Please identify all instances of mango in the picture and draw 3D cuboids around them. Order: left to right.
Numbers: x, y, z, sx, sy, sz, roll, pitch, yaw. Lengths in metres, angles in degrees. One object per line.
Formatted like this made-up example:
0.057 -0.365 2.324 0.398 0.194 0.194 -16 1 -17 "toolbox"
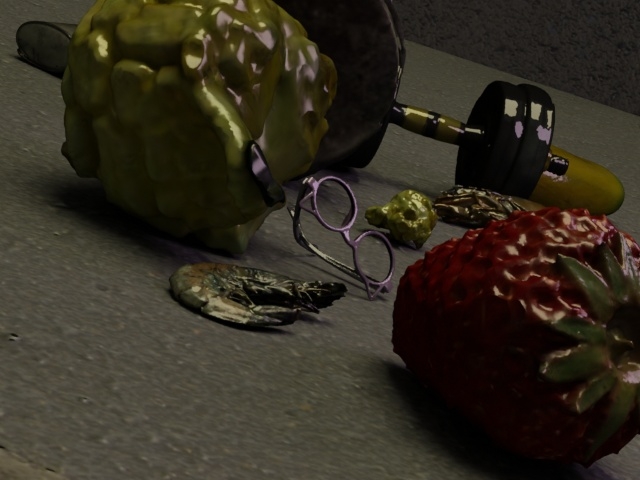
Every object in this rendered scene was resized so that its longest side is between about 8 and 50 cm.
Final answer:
0.347 -0.085 2.219 0.237 0.091 0.137 14 21 -19 "mango"

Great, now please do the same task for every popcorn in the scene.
-0.116 -0.122 1.469 0.237 0.293 0.293 -16 -1 25 "popcorn"
0.092 -0.025 1.732 0.083 0.059 0.068 -4 44 2 "popcorn"

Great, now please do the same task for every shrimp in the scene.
-0.049 0.053 1.314 0.161 0.034 0.091 6 30 -23 "shrimp"
0.248 -0.011 1.926 0.236 0.053 0.133 18 34 -19 "shrimp"

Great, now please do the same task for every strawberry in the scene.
0.153 0.071 1.219 0.205 0.205 0.244 8 -3 -38 "strawberry"

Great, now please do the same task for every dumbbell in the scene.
0.144 -0.153 2.019 0.388 0.185 0.185 17 14 -11 "dumbbell"

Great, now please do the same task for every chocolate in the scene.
-0.049 -0.249 1.831 0.303 0.303 0.213 17 25 -7 "chocolate"

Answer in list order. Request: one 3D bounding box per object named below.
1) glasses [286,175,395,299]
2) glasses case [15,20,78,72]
0.000 0.000 1.504 0.104 0.140 0.062 -13 30 47 "glasses"
-0.283 -0.259 2.118 0.114 0.060 0.299 23 14 26 "glasses case"
